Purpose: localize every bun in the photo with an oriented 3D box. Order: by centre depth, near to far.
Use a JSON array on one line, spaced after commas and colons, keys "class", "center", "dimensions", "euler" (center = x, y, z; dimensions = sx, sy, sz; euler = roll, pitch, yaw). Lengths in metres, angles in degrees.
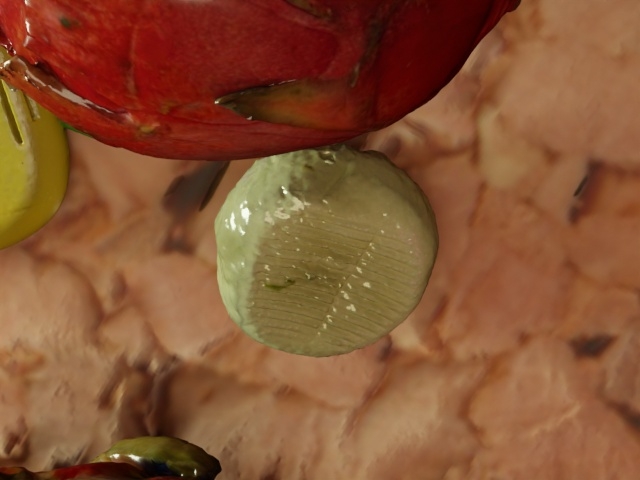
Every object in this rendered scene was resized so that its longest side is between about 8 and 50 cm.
[{"class": "bun", "center": [0.000, 0.000, 0.913], "dimensions": [0.115, 0.069, 0.115], "euler": [-3, 128, -4]}]

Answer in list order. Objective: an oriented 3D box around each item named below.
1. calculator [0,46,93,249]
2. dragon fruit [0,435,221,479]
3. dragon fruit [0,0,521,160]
[{"class": "calculator", "center": [-0.208, -0.054, 0.926], "dimensions": [0.234, 0.032, 0.146], "euler": [-15, 107, 10]}, {"class": "dragon fruit", "center": [-0.163, 0.228, 0.922], "dimensions": [0.262, 0.296, 0.314], "euler": [2, 117, 40]}, {"class": "dragon fruit", "center": [-0.028, -0.145, 0.781], "dimensions": [0.241, 0.252, 0.241], "euler": [18, 119, 36]}]
